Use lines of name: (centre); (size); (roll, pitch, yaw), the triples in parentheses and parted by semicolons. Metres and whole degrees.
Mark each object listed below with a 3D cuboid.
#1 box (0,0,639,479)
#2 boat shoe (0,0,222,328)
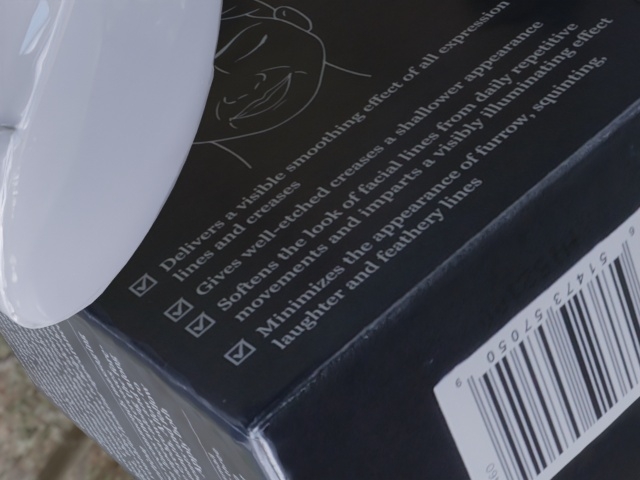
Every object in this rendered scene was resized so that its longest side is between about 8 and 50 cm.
box: (0.000, 0.000, 0.872); (0.395, 0.293, 0.212); (31, 153, 48)
boat shoe: (-0.102, -0.115, 0.570); (0.102, 0.108, 0.301); (26, 123, 28)
